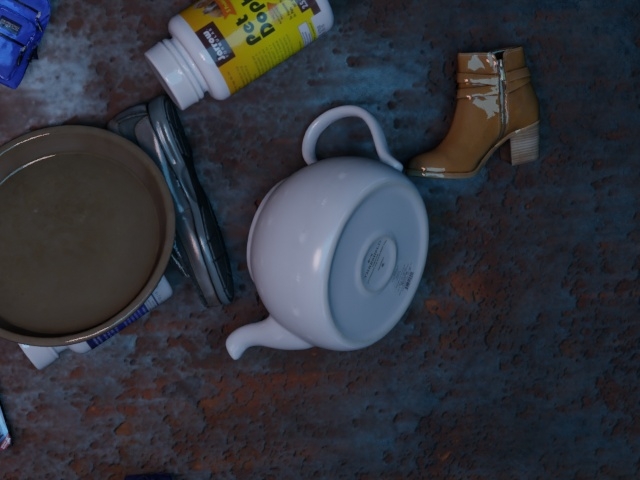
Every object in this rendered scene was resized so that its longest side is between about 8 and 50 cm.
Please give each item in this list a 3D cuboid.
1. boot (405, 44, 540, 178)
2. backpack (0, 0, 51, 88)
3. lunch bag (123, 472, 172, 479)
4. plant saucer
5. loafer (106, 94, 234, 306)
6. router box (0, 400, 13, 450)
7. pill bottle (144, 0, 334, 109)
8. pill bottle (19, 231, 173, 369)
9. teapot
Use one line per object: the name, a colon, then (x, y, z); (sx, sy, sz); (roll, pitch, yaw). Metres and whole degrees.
boot: (0.185, -0.161, 2.040); (0.197, 0.073, 0.152); (-15, 105, -24)
backpack: (-0.364, -0.245, 1.867); (0.098, 0.101, 0.120); (27, 89, -24)
lunch bag: (-0.214, 0.325, 2.006); (0.067, 0.098, 0.065); (-5, 98, -8)
plant saucer: (-0.302, -0.003, 1.886); (0.277, 0.041, 0.278); (-3, 69, 7)
loafer: (-0.181, -0.040, 1.966); (0.084, 0.096, 0.268); (-17, 97, 9)
router box: (-0.444, 0.222, 1.960); (0.122, 0.038, 0.092); (-17, 103, -11)
pill bottle: (-0.099, -0.247, 1.924); (0.215, 0.117, 0.117); (-34, 106, -6)
pill bottle: (-0.282, 0.070, 1.937); (0.186, 0.112, 0.112); (-35, 106, -7)
teapot: (0.000, 0.000, 1.965); (0.256, 0.187, 0.253); (-36, 132, -38)
